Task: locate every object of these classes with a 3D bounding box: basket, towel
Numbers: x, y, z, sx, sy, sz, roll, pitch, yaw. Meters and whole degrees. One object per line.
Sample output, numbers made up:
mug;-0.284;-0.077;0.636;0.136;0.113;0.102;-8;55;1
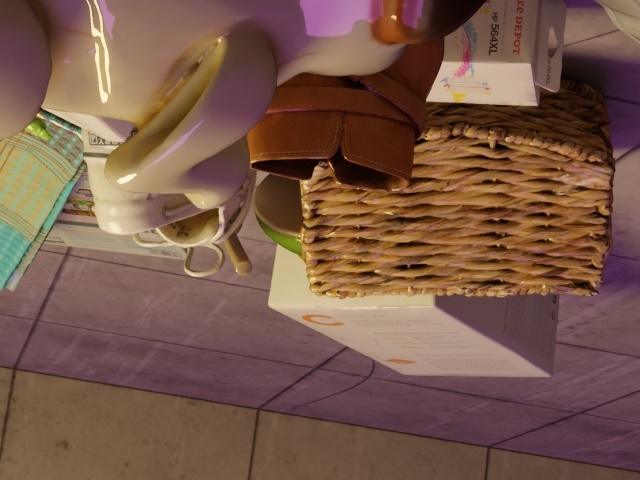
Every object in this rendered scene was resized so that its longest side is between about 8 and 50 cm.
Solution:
basket;0.128;-0.090;1.693;0.299;0.223;0.213;-1;131;5
towel;-0.393;-0.081;1.807;0.271;0.040;0.370;26;148;-11

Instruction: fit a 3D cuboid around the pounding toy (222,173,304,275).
pounding toy;0.000;0.000;1.867;0.237;0.110;0.183;-17;-147;-14

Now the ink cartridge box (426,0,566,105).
ink cartridge box;0.130;-0.171;1.456;0.143;0.092;0.090;2;163;12

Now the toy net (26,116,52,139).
toy net;-0.345;-0.146;1.561;0.122;0.045;0.232;26;171;41

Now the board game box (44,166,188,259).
board game box;-0.275;-0.073;1.983;0.224;0.097;0.303;6;165;8

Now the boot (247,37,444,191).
boot;-0.044;-0.157;1.346;0.283;0.220;0.109;11;164;-13

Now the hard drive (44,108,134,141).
hard drive;-0.320;-0.206;1.417;0.233;0.047;0.353;26;172;33

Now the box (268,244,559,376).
box;0.123;0.045;2.088;0.215;0.168;0.345;-2;163;30

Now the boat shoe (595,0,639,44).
boat shoe;0.232;-0.211;1.284;0.114;0.091;0.302;30;-177;37

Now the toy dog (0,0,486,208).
toy dog;-0.093;-0.206;1.075;0.408;0.284;0.395;-3;130;-19

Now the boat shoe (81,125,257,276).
boat shoe;-0.132;-0.043;1.740;0.136;0.156;0.367;1;-176;12
